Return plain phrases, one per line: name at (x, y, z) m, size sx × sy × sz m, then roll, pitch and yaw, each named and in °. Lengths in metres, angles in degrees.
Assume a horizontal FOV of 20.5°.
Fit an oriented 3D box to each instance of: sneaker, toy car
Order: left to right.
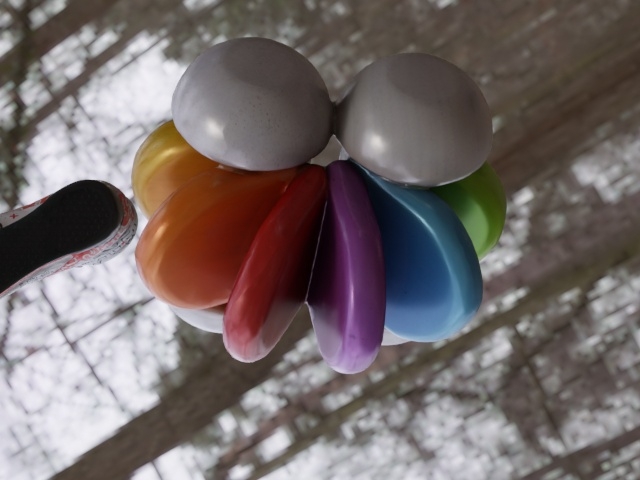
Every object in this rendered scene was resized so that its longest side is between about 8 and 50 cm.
sneaker at (-0.314, 0.016, 1.808) m, size 0.145 × 0.270 × 0.090 m, roll 20°, pitch -132°, yaw -83°
toy car at (0.000, 0.000, 0.832) m, size 0.182 × 0.159 × 0.136 m, roll 5°, pitch -137°, yaw -7°
